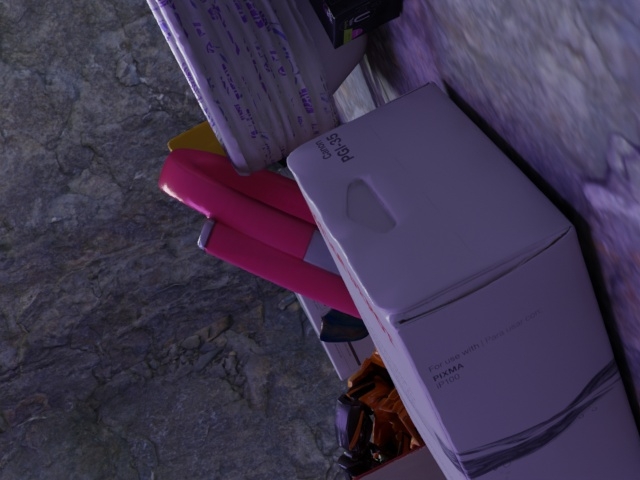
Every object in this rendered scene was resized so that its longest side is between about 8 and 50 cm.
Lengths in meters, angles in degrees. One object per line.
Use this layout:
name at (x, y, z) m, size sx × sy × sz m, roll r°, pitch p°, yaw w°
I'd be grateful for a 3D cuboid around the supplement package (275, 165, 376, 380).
supplement package at (0.023, 0.020, 1.457) m, size 0.204 × 0.145 × 0.262 m, roll 64°, pitch 177°, yaw -22°

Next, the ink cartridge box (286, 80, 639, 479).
ink cartridge box at (0.103, 0.068, 0.730) m, size 0.283 × 0.117 × 0.207 m, roll 64°, pitch 177°, yaw -37°

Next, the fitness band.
fitness band at (0.000, 0.000, 0.934) m, size 0.290 × 0.054 × 0.209 m, roll 24°, pitch -169°, yaw 5°

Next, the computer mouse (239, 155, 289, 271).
computer mouse at (-0.053, -0.054, 1.780) m, size 0.072 × 0.272 × 0.188 m, roll 5°, pitch -135°, yaw -40°

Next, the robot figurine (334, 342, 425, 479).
robot figurine at (0.118, 0.191, 1.135) m, size 0.085 × 0.211 × 0.291 m, roll 21°, pitch 150°, yaw 38°

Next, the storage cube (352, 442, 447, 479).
storage cube at (0.152, 0.281, 0.982) m, size 0.193 × 0.215 × 0.184 m, roll 78°, pitch 166°, yaw -57°

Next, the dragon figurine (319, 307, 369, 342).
dragon figurine at (0.026, 0.046, 1.114) m, size 0.085 × 0.289 × 0.144 m, roll 58°, pitch 138°, yaw 31°

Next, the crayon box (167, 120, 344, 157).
crayon box at (-0.092, -0.140, 1.468) m, size 0.083 × 0.203 × 0.323 m, roll 63°, pitch 177°, yaw -8°

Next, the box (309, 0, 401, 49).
box at (0.012, -0.180, 0.726) m, size 0.083 × 0.052 × 0.062 m, roll 61°, pitch 177°, yaw 8°

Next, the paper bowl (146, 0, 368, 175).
paper bowl at (-0.065, -0.207, 0.892) m, size 0.284 × 0.148 × 0.284 m, roll 63°, pitch 178°, yaw 4°
